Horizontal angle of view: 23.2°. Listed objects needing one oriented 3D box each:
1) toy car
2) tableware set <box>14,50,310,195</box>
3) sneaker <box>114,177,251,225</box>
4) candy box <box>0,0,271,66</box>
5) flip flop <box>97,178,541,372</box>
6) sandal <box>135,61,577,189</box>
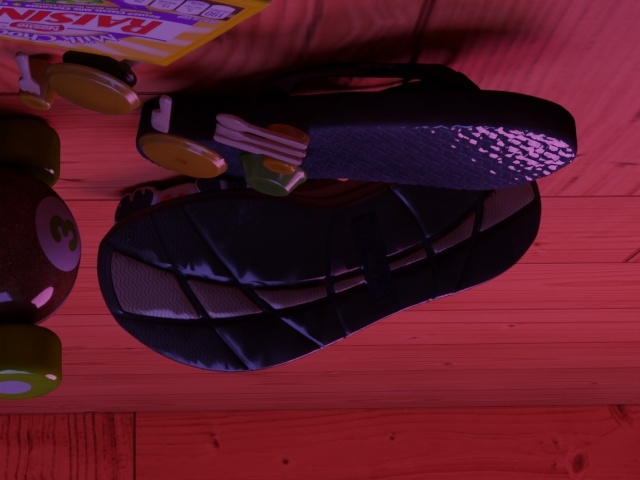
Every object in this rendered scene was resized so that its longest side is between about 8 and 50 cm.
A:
[{"bbox_3d":[-0.193,-0.020,0.803,0.149,0.155,0.188,2,155,-13],"label":"toy car"},{"bbox_3d":[-0.077,-0.062,0.781,0.154,0.024,0.104,17,162,-2],"label":"tableware set"},{"bbox_3d":[-0.062,-0.018,1.041,0.170,0.068,0.071,0,-173,39],"label":"sneaker"},{"bbox_3d":[-0.133,-0.109,0.639,0.206,0.027,0.105,6,170,-30],"label":"candy box"},{"bbox_3d":[0.000,0.000,0.946,0.277,0.112,0.080,-17,-161,-17],"label":"flip flop"},{"bbox_3d":[0.010,-0.068,0.821,0.254,0.054,0.097,3,165,30],"label":"sandal"}]
